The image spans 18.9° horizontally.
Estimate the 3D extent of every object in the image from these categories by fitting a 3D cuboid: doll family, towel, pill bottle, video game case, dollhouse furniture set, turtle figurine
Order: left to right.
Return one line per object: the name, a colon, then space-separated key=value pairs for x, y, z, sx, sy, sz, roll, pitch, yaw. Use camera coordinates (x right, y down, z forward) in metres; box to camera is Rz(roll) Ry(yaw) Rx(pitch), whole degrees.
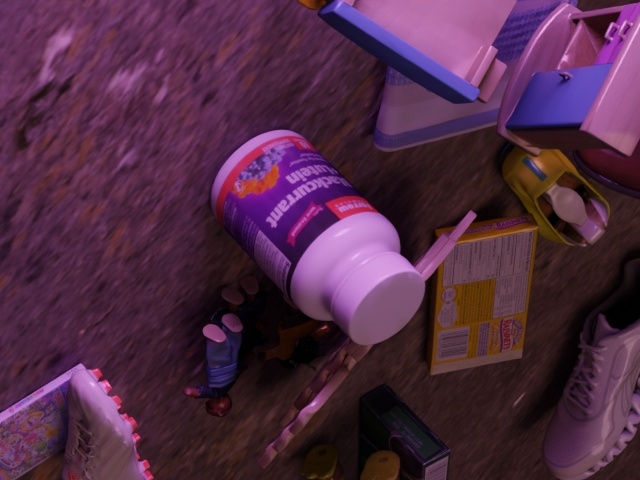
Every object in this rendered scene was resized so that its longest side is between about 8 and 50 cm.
video game case: x=-0.254 y=0.169 z=1.719 sx=0.122 sy=0.011 sz=0.087 roll=-32 pitch=144 yaw=-17
doll family: x=-0.054 y=0.092 z=1.796 sx=0.193 sy=0.076 sz=0.111 roll=-18 pitch=142 yaw=-26
pill bottle: x=0.000 y=0.000 z=1.640 sx=0.108 sy=0.193 sz=0.108 roll=-27 pitch=142 yaw=-24
turtle figurine: x=0.062 y=0.324 z=2.042 sx=0.087 sy=0.269 sz=0.217 roll=-37 pitch=129 yaw=-41
towel: x=0.149 y=-0.214 z=1.712 sx=0.209 sy=0.034 sz=0.285 roll=-17 pitch=136 yaw=-30
dollhouse furniture set: x=0.149 y=-0.243 z=1.605 sx=0.303 sy=0.198 sz=0.286 roll=29 pitch=84 yaw=-17

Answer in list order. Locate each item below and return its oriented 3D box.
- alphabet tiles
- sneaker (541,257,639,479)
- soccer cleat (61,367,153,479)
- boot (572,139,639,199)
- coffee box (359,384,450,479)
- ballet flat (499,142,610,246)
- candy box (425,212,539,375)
alphabet tiles: x=0.040 y=0.089 z=1.790 sx=0.278 sy=0.021 sz=0.284 roll=-49 pitch=179 yaw=-27
sneaker: x=0.331 y=0.143 z=2.218 sx=0.118 sy=0.110 sz=0.292 roll=21 pitch=102 yaw=-45
soccer cleat: x=-0.202 y=0.187 z=1.725 sx=0.076 sy=0.068 sz=0.196 roll=-30 pitch=146 yaw=-14
boot: x=0.379 y=-0.154 z=1.850 sx=0.280 sy=0.264 sz=0.096 roll=84 pitch=24 yaw=-48
coffee box: x=0.088 y=0.254 z=2.068 sx=0.040 sy=0.113 sz=0.184 roll=-28 pitch=144 yaw=-24
ballet flat: x=0.253 y=-0.034 z=1.964 sx=0.077 sy=0.077 sz=0.231 roll=-47 pitch=146 yaw=3
candy box: x=0.165 y=0.058 z=1.989 sx=0.105 sy=0.027 sz=0.206 roll=-11 pitch=137 yaw=-12
